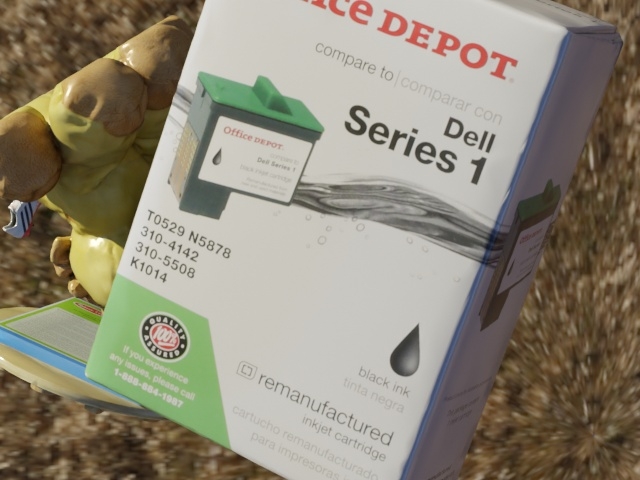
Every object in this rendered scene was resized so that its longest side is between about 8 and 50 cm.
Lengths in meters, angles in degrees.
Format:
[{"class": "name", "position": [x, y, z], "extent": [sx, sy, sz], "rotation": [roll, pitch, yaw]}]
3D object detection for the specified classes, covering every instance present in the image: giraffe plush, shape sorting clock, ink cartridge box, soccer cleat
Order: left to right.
[{"class": "soccer cleat", "position": [-0.352, -0.043, 1.960], "extent": [0.029, 0.035, 0.083], "rotation": [23, 94, 53]}, {"class": "shape sorting clock", "position": [-0.169, 0.097, 1.283], "extent": [0.206, 0.206, 0.040], "rotation": [20, 105, 11]}, {"class": "giraffe plush", "position": [-0.135, -0.026, 1.089], "extent": [0.210, 0.181, 0.170], "rotation": [-24, 102, 39]}, {"class": "ink cartridge box", "position": [0.013, -0.016, 0.709], "extent": [0.160, 0.092, 0.219], "rotation": [23, 104, 20]}]
